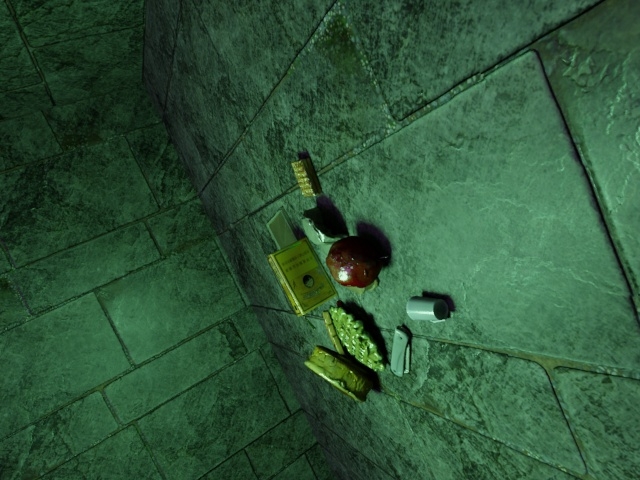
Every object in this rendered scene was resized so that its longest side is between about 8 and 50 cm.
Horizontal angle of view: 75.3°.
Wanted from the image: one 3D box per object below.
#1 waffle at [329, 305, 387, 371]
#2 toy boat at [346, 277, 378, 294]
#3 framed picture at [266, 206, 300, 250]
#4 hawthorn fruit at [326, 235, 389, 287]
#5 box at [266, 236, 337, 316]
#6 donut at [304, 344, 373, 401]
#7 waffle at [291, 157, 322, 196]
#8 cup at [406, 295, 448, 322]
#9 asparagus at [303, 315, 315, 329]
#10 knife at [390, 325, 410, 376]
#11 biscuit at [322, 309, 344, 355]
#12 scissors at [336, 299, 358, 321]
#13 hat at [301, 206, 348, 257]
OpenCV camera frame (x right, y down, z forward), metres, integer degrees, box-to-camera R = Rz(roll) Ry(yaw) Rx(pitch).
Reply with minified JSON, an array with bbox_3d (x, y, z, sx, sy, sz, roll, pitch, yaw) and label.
[{"bbox_3d":[0.148,0.419,1.765,0.297,0.073,0.317,13,136,60],"label":"waffle"},{"bbox_3d":[0.138,0.139,1.551,0.188,0.061,0.116,18,130,58],"label":"toy boat"},{"bbox_3d":[-0.183,-0.022,2.081,0.231,0.024,0.315,62,157,1],"label":"framed picture"},{"bbox_3d":[0.128,0.068,1.384,0.235,0.181,0.181,-14,103,51],"label":"hawthorn fruit"},{"bbox_3d":[-0.081,0.160,1.851,0.301,0.193,0.084,61,157,4],"label":"box"},{"bbox_3d":[0.095,0.611,1.942,0.330,0.160,0.330,33,165,10],"label":"donut"},{"bbox_3d":[-0.053,-0.237,1.571,0.102,0.042,0.147,8,121,63],"label":"waffle"},{"bbox_3d":[0.330,0.214,1.249,0.104,0.074,0.116,44,156,-18],"label":"cup"},{"bbox_3d":[-0.064,0.467,2.354,0.114,0.014,0.015,41,115,38],"label":"asparagus"},{"bbox_3d":[0.301,0.416,1.541,0.073,0.041,0.265,29,140,35],"label":"knife"},{"bbox_3d":[0.059,0.445,1.961,0.238,0.041,0.212,-113,6,-47],"label":"biscuit"},{"bbox_3d":[0.127,0.391,1.889,0.144,0.017,0.247,39,148,43],"label":"scissors"},{"bbox_3d":[0.000,0.000,1.612,0.214,0.149,0.244,44,139,38],"label":"hat"}]
